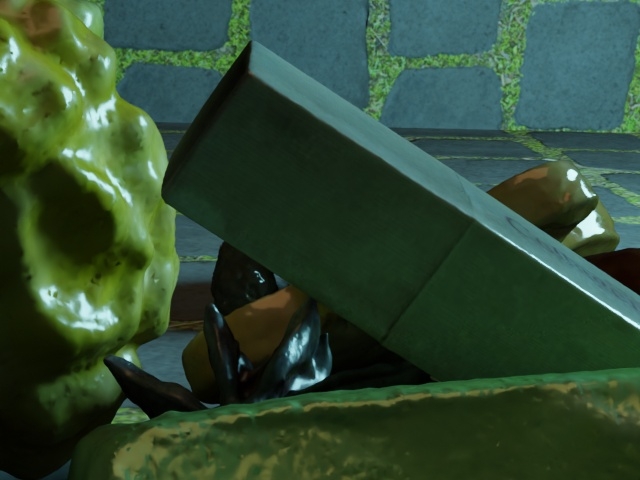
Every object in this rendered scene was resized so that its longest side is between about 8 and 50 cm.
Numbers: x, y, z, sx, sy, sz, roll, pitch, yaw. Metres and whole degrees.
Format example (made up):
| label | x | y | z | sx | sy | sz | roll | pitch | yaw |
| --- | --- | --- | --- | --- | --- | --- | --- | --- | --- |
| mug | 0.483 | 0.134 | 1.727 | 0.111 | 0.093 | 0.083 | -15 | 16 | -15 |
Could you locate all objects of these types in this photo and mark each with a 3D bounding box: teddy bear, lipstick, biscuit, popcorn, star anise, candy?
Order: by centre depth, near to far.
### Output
| label | x | y | z | sx | sy | sz | roll | pitch | yaw |
| --- | --- | --- | --- | --- | --- | --- | --- | --- | --- |
| candy | 0.070 | 0.122 | 0.579 | 0.344 | 0.131 | 0.142 | -3 | -4 | -13 |
| lipstick | 0.099 | 0.040 | 0.686 | 0.371 | 0.079 | 0.076 | 33 | 17 | -13 |
| star anise | -0.029 | 0.113 | 0.693 | 0.205 | 0.061 | 0.180 | -35 | 56 | -14 |
| popcorn | -0.246 | 0.013 | 0.734 | 0.349 | 0.349 | 0.381 | 5 | 47 | 12 |
| biscuit | 0.070 | 0.043 | 0.900 | 0.275 | 0.052 | 0.355 | -34 | -18 | 23 |
| teddy bear | 0.000 | 0.000 | 1.220 | 0.177 | 0.140 | 0.190 | 1 | 3 | 7 |

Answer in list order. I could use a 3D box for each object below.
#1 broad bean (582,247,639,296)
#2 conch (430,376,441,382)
| label | x | y | z | sx | sy | sz | roll | pitch | yaw |
| --- | --- | --- | --- | --- | --- | --- | --- | --- | --- |
| broad bean | 0.200 | 0.067 | 0.858 | 0.156 | 0.122 | 0.228 | -1 | -6 | 0 |
| conch | 0.070 | 0.108 | 0.773 | 0.173 | 0.106 | 0.116 | -19 | 6 | -23 |
